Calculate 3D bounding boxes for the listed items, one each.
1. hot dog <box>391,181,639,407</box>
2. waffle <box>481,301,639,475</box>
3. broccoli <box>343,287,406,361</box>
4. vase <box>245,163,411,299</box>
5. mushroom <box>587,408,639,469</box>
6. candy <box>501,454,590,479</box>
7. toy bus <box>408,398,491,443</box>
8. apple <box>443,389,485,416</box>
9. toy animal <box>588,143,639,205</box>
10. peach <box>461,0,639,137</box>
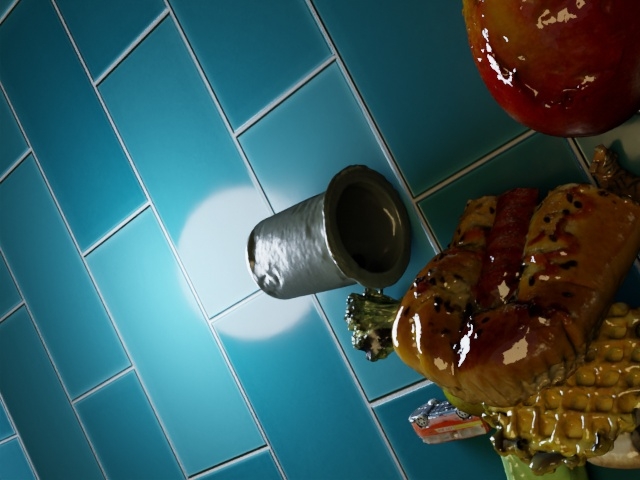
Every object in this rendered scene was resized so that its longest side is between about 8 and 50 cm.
[{"bbox_3d":[0.293,0.083,1.328,0.196,0.366,0.367,43,156,-26],"label":"hot dog"},{"bbox_3d":[0.383,0.219,1.313,0.329,0.062,0.329,-29,40,28],"label":"waffle"},{"bbox_3d":[0.199,0.128,1.609,0.304,0.165,0.146,-21,82,24],"label":"broccoli"},{"bbox_3d":[0.000,0.000,1.667,0.291,0.245,0.245,-16,92,45],"label":"vase"},{"bbox_3d":[0.463,0.268,1.409,0.188,0.195,0.254,-19,88,40],"label":"mushroom"},{"bbox_3d":[0.429,0.503,1.532,0.142,0.132,0.344,-11,95,46],"label":"candy"},{"bbox_3d":[0.263,0.353,1.650,0.174,0.079,0.077,-24,97,38],"label":"toy bus"},{"bbox_3d":[0.308,0.229,1.511,0.156,0.196,0.197,8,106,29],"label":"apple"},{"bbox_3d":[0.552,-0.063,1.334,0.255,0.116,0.114,15,153,28],"label":"toy animal"},{"bbox_3d":[0.380,-0.348,1.278,0.339,0.353,0.417,23,156,37],"label":"peach"}]
